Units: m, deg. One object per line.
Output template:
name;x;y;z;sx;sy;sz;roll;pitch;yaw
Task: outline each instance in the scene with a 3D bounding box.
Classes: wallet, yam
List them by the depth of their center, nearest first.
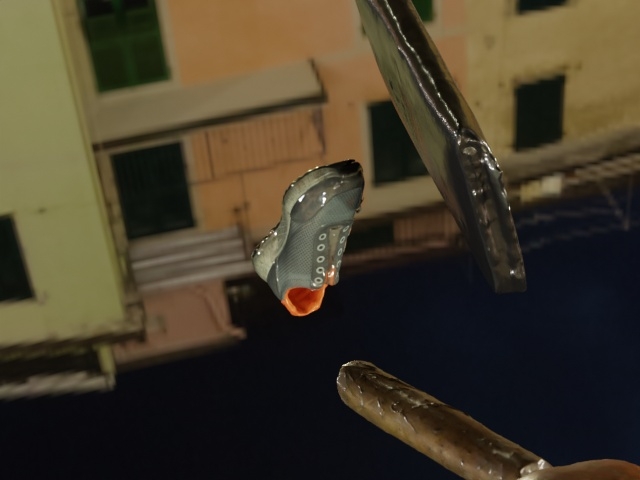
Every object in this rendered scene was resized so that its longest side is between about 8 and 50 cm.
yam;0.108;0.167;1.314;0.057;0.057;0.241;-34;-139;-27
wallet;0.102;-0.112;1.342;0.051;0.197;0.377;-22;-143;2

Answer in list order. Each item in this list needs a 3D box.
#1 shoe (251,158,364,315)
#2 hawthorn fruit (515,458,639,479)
shoe;0.001;-0.001;1.358;0.074;0.194;0.077;-15;-113;-31
hawthorn fruit;0.221;0.248;0.992;0.251;0.199;0.199;11;-137;40
